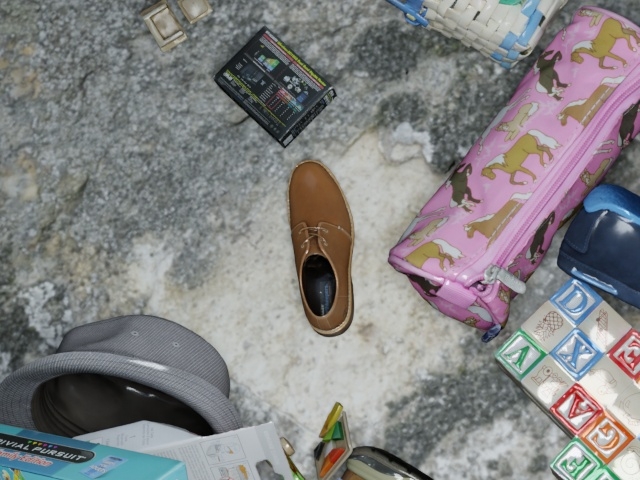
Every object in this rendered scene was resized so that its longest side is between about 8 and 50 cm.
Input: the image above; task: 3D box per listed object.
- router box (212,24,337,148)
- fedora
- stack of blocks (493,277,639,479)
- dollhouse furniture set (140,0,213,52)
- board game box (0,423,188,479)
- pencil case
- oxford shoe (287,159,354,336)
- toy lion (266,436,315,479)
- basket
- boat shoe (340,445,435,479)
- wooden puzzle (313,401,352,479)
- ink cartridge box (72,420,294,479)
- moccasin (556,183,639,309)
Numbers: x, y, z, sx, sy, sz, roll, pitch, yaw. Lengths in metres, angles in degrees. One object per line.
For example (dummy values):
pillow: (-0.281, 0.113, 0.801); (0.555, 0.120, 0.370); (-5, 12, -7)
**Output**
router box: (-0.055, -0.185, 1.900); (0.092, 0.038, 0.122); (-45, 73, -3)
fedora: (-0.212, 0.166, 1.765); (0.275, 0.244, 0.124); (7, 48, 6)
stack of blocks: (0.323, 0.203, 1.708); (0.171, 0.087, 0.297); (-44, 73, -3)
dollhouse furniture set: (-0.156, -0.346, 1.951); (0.182, 0.101, 0.161); (-30, 97, 1)
board game box: (-0.273, 0.333, 1.661); (0.336, 0.079, 0.254); (6, 112, 34)
pencil case: (0.243, -0.081, 1.754); (0.167, 0.160, 0.386); (33, 81, 31)
oxford shoe: (0.000, 0.000, 1.825); (0.076, 0.076, 0.212); (-12, 72, 9)
toy lion: (-0.040, 0.250, 1.755); (0.034, 0.096, 0.100); (-38, 73, -1)
basket: (0.167, -0.359, 1.820); (0.289, 0.201, 0.255); (33, 84, 6)
boat shoe: (0.148, 0.344, 1.696); (0.324, 0.122, 0.120); (29, 88, 24)
wooden puzzle: (0.011, 0.232, 1.753); (0.014, 0.116, 0.079); (23, 109, -19)
ink cartridge box: (-0.140, 0.265, 1.729); (0.224, 0.181, 0.056); (-15, 39, 3)
moccasin: (0.408, 0.068, 1.700); (0.342, 0.138, 0.117); (34, 111, -2)
